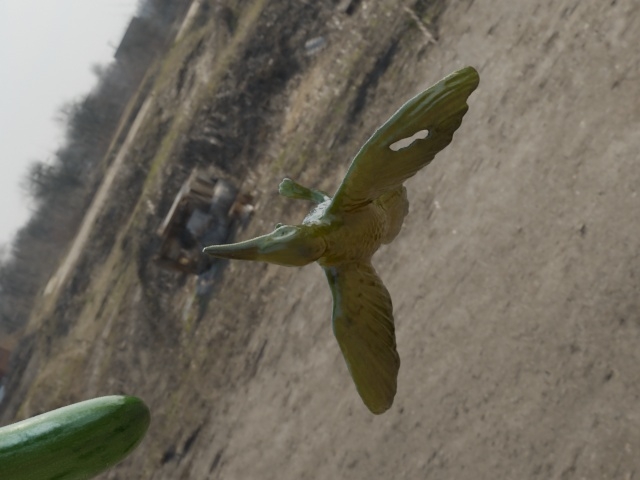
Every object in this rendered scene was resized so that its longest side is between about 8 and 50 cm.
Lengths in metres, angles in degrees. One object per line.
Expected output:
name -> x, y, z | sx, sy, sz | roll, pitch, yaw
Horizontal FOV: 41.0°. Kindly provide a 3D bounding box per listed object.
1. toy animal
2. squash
toy animal -> 0.000, 0.000, 0.511 | 0.095, 0.155, 0.219 | -136, 48, -65
squash -> -0.304, 0.221, 0.843 | 0.082, 0.292, 0.082 | 32, 129, 52
